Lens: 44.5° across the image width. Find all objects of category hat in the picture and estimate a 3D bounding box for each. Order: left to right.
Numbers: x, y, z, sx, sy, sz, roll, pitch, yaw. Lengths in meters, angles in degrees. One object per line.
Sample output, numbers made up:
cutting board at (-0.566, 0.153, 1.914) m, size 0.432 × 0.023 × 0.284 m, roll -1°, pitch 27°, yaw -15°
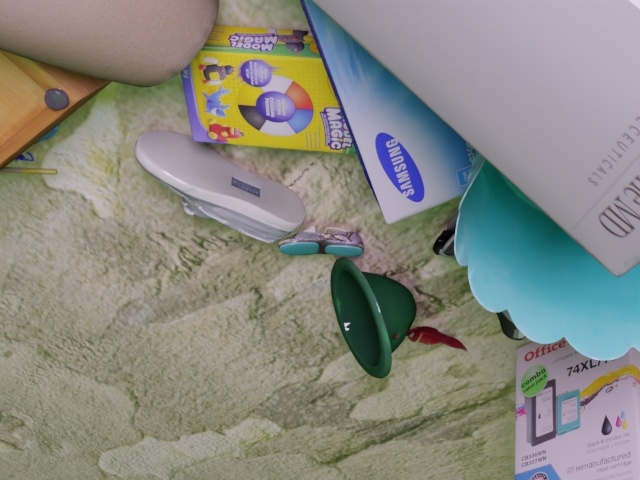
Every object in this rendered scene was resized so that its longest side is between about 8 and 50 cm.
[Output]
hat at (0.129, 0.086, 1.096) m, size 0.184 × 0.172 × 0.208 m, roll -18°, pitch 165°, yaw -16°

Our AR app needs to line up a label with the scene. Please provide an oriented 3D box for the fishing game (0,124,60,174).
fishing game at (-0.387, -0.184, 0.906) m, size 0.189 × 0.041 × 0.264 m, roll -2°, pitch 134°, yaw 3°

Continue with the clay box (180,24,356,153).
clay box at (-0.033, -0.160, 0.840) m, size 0.222 × 0.053 × 0.127 m, roll 5°, pitch 139°, yaw 7°

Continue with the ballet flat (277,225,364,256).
ballet flat at (0.000, 0.000, 1.030) m, size 0.115 × 0.041 × 0.041 m, roll 3°, pitch 141°, yaw -9°

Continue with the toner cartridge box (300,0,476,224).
toner cartridge box at (0.085, -0.181, 0.729) m, size 0.165 × 0.075 × 0.347 m, roll -22°, pitch 134°, yaw 4°

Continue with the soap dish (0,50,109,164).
soap dish at (-0.383, -0.200, 0.787) m, size 0.229 × 0.118 × 0.291 m, roll -30°, pitch 126°, yaw 24°

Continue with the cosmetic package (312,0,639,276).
cosmetic package at (0.080, -0.211, 0.442) m, size 0.453 × 0.161 × 0.230 m, roll 45°, pitch 171°, yaw 14°

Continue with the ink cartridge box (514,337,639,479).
ink cartridge box at (0.406, 0.270, 1.082) m, size 0.197 × 0.270 × 0.198 m, roll 34°, pitch 135°, yaw -23°

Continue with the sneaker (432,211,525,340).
sneaker at (0.211, 0.031, 1.001) m, size 0.132 × 0.086 × 0.228 m, roll 6°, pitch 130°, yaw 14°

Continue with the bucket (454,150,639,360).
bucket at (0.259, -0.050, 0.669) m, size 0.281 × 0.183 × 0.281 m, roll 8°, pitch 130°, yaw 9°

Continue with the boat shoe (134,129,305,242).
boat shoe at (-0.131, -0.055, 0.967) m, size 0.228 × 0.079 × 0.081 m, roll 25°, pitch 134°, yaw -21°

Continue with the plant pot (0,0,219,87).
plant pot at (-0.220, -0.252, 0.654) m, size 0.257 × 0.256 × 0.274 m, roll -18°, pitch 149°, yaw 30°
